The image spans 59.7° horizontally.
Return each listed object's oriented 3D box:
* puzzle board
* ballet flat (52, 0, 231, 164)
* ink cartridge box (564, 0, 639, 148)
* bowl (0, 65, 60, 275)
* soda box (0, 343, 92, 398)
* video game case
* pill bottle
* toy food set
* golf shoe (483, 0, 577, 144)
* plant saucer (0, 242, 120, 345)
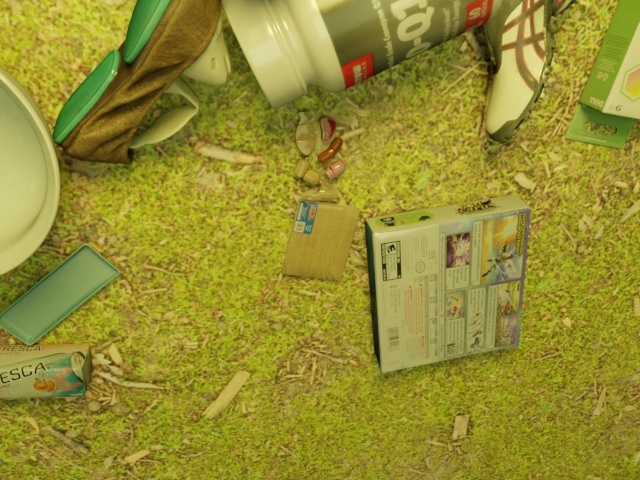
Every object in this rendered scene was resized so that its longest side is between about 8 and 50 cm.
[{"bbox_3d":[0.000,0.000,0.856,0.096,0.011,0.128,8,115,-13],"label":"puzzle board"},{"bbox_3d":[-0.181,-0.189,0.627,0.124,0.116,0.342,20,136,-37],"label":"ballet flat"},{"bbox_3d":[0.447,-0.228,0.793,0.109,0.062,0.209,6,116,-15],"label":"ink cartridge box"},{"bbox_3d":[-0.435,-0.106,0.641,0.297,0.134,0.298,-2,118,-4],"label":"bowl"},{"bbox_3d":[-0.447,0.197,0.842,0.183,0.063,0.058,1,117,-11],"label":"soda box"},{"bbox_3d":[0.203,0.074,0.904,0.244,0.061,0.269,-9,119,-5],"label":"video game case"},{"bbox_3d":[0.044,-0.270,0.637,0.283,0.161,0.161,-25,119,3],"label":"pill bottle"},{"bbox_3d":[0.001,-0.122,0.790,0.078,0.019,0.122,-1,109,-11],"label":"toy food set"},{"bbox_3d":[0.251,-0.268,0.729,0.120,0.105,0.273,14,109,0],"label":"golf shoe"},{"bbox_3d":[-0.385,0.079,0.819,0.192,0.018,0.067,-38,117,9],"label":"plant saucer"}]
